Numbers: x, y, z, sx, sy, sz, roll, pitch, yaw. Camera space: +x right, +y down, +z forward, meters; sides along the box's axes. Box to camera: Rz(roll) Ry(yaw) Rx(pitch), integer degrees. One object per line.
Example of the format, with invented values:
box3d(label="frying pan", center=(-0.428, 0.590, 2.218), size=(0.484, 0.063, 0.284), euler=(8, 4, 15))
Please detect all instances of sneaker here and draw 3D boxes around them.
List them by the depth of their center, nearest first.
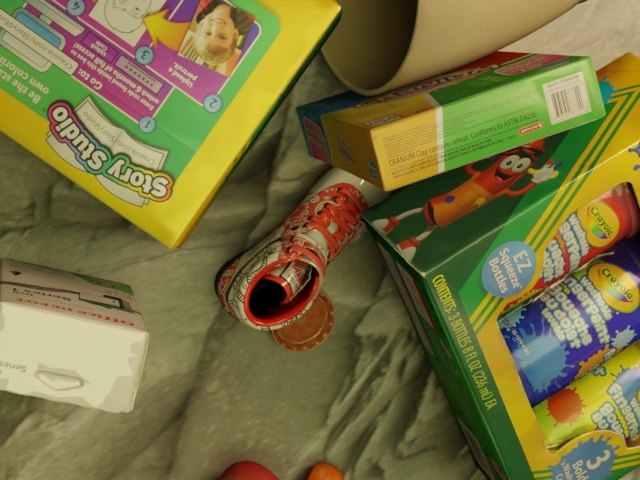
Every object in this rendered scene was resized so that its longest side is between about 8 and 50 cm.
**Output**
box3d(label="sneaker", center=(0.000, 0.001, 1.423), size=(0.270, 0.145, 0.090), euler=(-40, 107, -5))

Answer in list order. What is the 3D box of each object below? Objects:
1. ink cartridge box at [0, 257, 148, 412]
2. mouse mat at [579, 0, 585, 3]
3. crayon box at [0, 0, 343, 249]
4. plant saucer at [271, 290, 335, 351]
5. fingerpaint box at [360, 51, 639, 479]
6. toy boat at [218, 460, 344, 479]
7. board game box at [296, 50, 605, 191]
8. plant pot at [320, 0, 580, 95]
box3d(label="ink cartridge box", center=(-0.279, 0.098, 1.330), size=(0.160, 0.219, 0.093), euler=(13, 97, -17))
box3d(label="mouse mat", center=(0.364, -0.390, 1.517), size=(0.189, 0.007, 0.153), euler=(-22, 105, -8))
box3d(label="crayon box", center=(-0.212, -0.218, 1.309), size=(0.363, 0.106, 0.313), euler=(35, 92, -2))
box3d(label="plant saucer", center=(-0.022, 0.096, 1.497), size=(0.083, 0.013, 0.083), euler=(-8, 112, -19))
box3d(label="fingerpaint box", center=(0.307, 0.072, 1.440), size=(0.371, 0.163, 0.445), euler=(-31, 125, -8))
box3d(label="toy boat", center=(-0.020, 0.337, 1.502), size=(0.231, 0.151, 0.151), euler=(39, 59, -18))
box3d(label="board game box", center=(0.126, -0.139, 1.340), size=(0.242, 0.316, 0.064), euler=(-19, 104, -11))
box3d(label="plant pot", center=(0.158, -0.306, 1.373), size=(0.274, 0.256, 0.257), euler=(-11, 103, -25))
